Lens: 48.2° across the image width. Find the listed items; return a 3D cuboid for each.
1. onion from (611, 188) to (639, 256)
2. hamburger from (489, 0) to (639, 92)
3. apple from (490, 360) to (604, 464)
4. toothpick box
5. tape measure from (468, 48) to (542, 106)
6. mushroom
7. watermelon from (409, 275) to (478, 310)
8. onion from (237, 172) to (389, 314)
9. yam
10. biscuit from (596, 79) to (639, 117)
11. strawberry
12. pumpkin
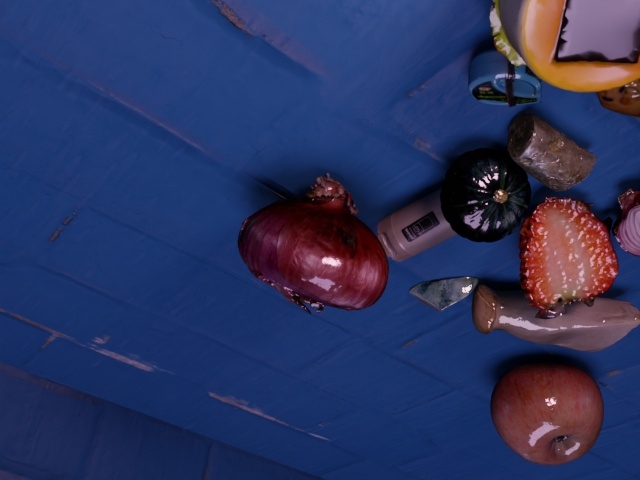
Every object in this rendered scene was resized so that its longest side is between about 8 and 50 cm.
[{"bbox_3d":[0.704,-0.062,1.510,0.151,0.098,0.206,47,151,6],"label":"onion"},{"bbox_3d":[0.407,-0.366,1.075,0.294,0.179,0.276,2,133,8],"label":"hamburger"},{"bbox_3d":[0.675,0.516,2.118,0.344,0.269,0.345,3,141,3],"label":"apple"},{"bbox_3d":[0.226,-0.034,1.589,0.180,0.111,0.111,-28,132,34],"label":"toothpick box"},{"bbox_3d":[0.325,-0.284,1.261,0.125,0.081,0.146,3,167,19],"label":"tape measure"},{"bbox_3d":[0.587,0.198,1.829,0.407,0.138,0.154,7,154,1],"label":"mushroom"},{"bbox_3d":[0.327,0.142,1.858,0.180,0.081,0.094,-19,162,36],"label":"watermelon"},{"bbox_3d":[0.000,0.000,1.548,0.347,0.347,0.285,15,98,-13],"label":"onion"},{"bbox_3d":[0.444,-0.169,1.402,0.183,0.107,0.107,29,136,-25],"label":"yam"},{"bbox_3d":[0.634,-0.332,1.212,0.359,0.046,0.359,3,143,2],"label":"biscuit"},{"bbox_3d":[0.548,0.010,1.622,0.233,0.138,0.306,-16,115,-3],"label":"strawberry"},{"bbox_3d":[0.334,-0.090,1.454,0.194,0.194,0.150,25,157,-23],"label":"pumpkin"}]
